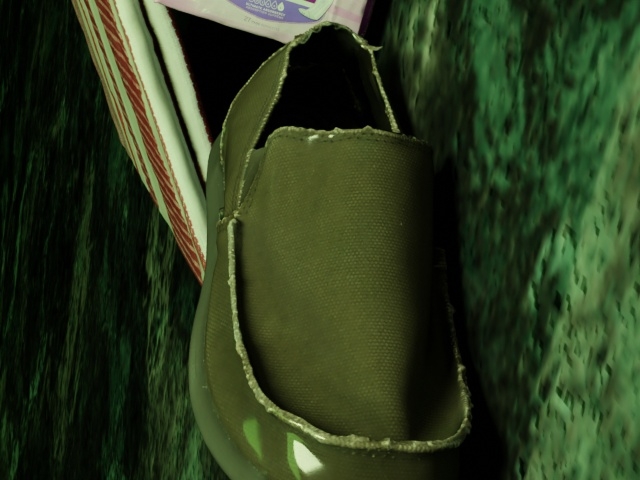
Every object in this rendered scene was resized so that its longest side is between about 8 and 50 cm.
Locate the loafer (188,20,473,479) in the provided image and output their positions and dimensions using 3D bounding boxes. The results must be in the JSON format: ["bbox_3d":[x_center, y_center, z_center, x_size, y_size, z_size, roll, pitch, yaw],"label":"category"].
[{"bbox_3d":[0.000,0.000,0.479,0.220,0.080,0.078,-106,27,-51],"label":"loafer"}]

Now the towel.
[{"bbox_3d":[-0.099,-0.120,0.754,0.329,0.037,0.237,-129,20,-66],"label":"towel"}]

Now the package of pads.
[{"bbox_3d":[-0.018,-0.104,0.569,0.032,0.083,0.050,-66,-7,-61],"label":"package of pads"}]
